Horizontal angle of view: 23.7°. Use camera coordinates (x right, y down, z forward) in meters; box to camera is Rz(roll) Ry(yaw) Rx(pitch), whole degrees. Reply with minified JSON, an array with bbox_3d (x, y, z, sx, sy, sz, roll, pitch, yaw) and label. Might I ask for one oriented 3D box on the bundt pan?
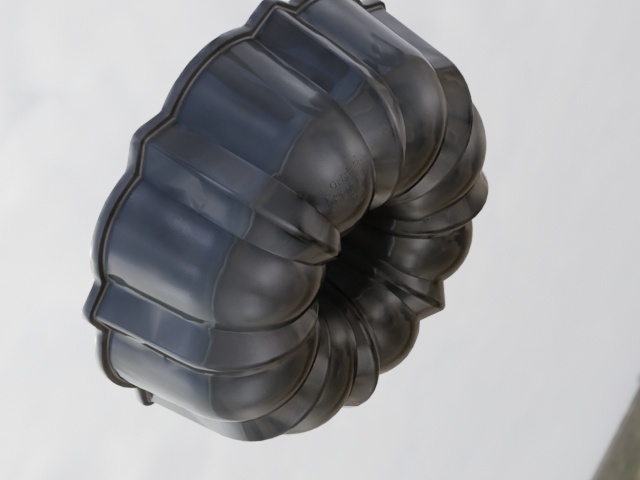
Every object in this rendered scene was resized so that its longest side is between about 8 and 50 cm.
[{"bbox_3d":[0.000,0.000,1.046,0.331,0.124,0.331,-39,-33,-32],"label":"bundt pan"}]
